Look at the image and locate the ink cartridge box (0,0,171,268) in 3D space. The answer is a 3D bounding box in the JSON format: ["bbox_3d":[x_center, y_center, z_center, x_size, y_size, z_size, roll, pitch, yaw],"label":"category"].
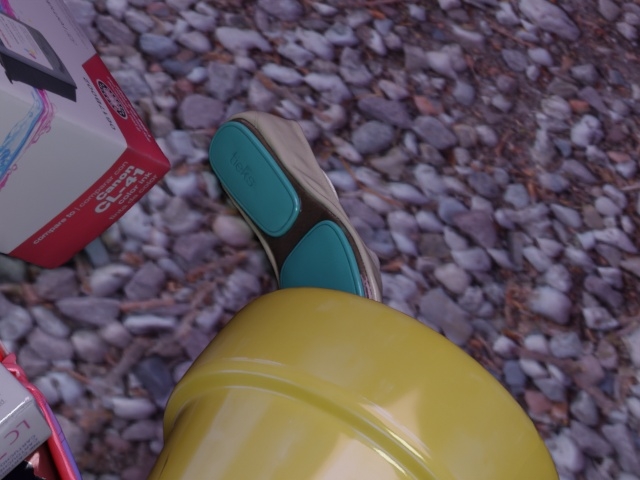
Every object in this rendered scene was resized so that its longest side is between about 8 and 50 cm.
[{"bbox_3d":[-0.262,-0.124,1.318,0.226,0.131,0.306,56,11,22],"label":"ink cartridge box"}]

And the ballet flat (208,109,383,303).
[{"bbox_3d":[0.000,0.000,1.493,0.086,0.086,0.248,-8,55,-32],"label":"ballet flat"}]

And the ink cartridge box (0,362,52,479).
[{"bbox_3d":[-0.330,0.068,1.196,0.186,0.065,0.311,-42,67,-14],"label":"ink cartridge box"}]

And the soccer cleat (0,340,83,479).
[{"bbox_3d":[-0.223,0.098,1.259,0.109,0.116,0.318,-11,58,-34],"label":"soccer cleat"}]

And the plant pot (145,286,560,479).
[{"bbox_3d":[-0.017,0.197,1.198,0.254,0.254,0.239,36,55,5],"label":"plant pot"}]
